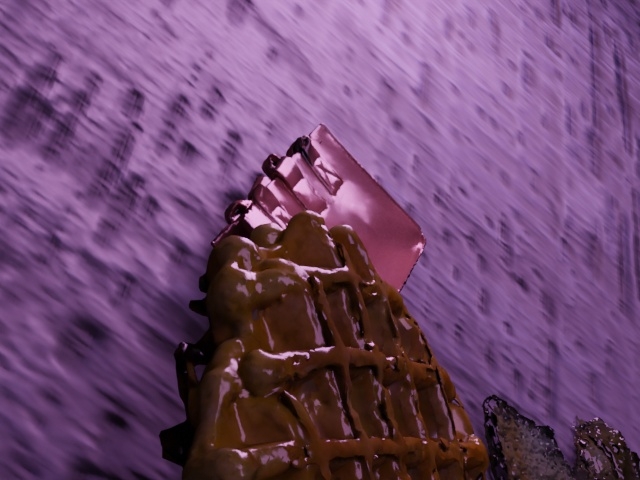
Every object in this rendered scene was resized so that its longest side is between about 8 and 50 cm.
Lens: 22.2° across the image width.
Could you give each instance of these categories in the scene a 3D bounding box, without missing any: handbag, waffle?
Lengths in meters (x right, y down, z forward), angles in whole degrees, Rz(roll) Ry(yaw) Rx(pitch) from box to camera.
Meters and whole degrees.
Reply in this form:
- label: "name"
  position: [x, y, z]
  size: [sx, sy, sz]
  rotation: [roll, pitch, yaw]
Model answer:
- label: "handbag"
  position: [0.000, 0.000, 1.376]
  size: [0.157, 0.059, 0.212]
  rotation: [48, 30, -8]
- label: "waffle"
  position: [0.032, 0.173, 1.137]
  size: [0.382, 0.095, 0.379]
  rotation: [54, 27, -31]

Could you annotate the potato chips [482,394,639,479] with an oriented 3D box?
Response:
- label: "potato chips"
  position: [0.230, 0.223, 1.478]
  size: [0.220, 0.029, 0.202]
  rotation: [-7, 64, -51]
